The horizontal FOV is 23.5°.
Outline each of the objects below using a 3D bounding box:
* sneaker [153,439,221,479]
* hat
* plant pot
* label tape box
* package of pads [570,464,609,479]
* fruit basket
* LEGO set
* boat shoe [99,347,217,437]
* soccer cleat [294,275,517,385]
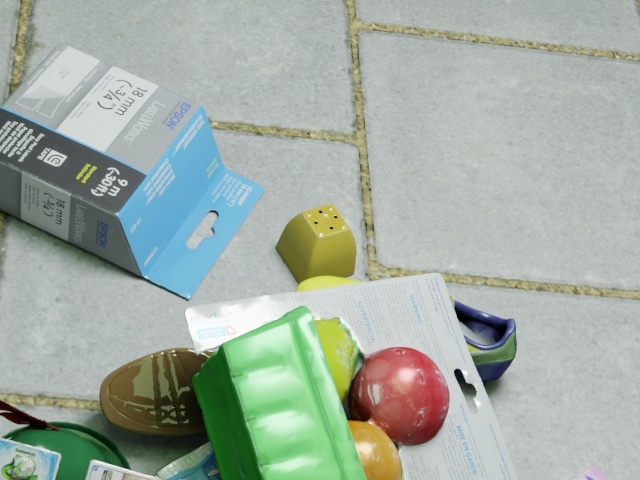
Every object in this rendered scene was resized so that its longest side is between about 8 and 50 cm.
[{"bbox_3d":[-0.120,0.271,1.774,0.162,0.063,0.073,-28,78,-27],"label":"sneaker"},{"bbox_3d":[-0.300,0.223,1.675,0.208,0.183,0.173,-5,50,-17],"label":"hat"},{"bbox_3d":[0.000,0.000,2.014,0.081,0.083,0.081,-17,56,-26],"label":"plant pot"},{"bbox_3d":[-0.261,-0.099,2.024,0.333,0.106,0.241,24,49,9],"label":"label tape box"},{"bbox_3d":[0.316,0.310,1.850,0.083,0.032,0.050,-25,56,-31],"label":"package of pads"},{"bbox_3d":[0.041,0.204,1.753,0.353,0.165,0.327,-5,65,-35],"label":"fruit basket"},{"bbox_3d":[-0.317,0.312,1.645,0.244,0.060,0.182,17,76,-14],"label":"LEGO set"},{"bbox_3d":[-0.124,0.179,1.837,0.285,0.089,0.105,-6,76,-15],"label":"boat shoe"},{"bbox_3d":[0.111,0.091,1.934,0.289,0.121,0.093,19,47,3],"label":"soccer cleat"}]
